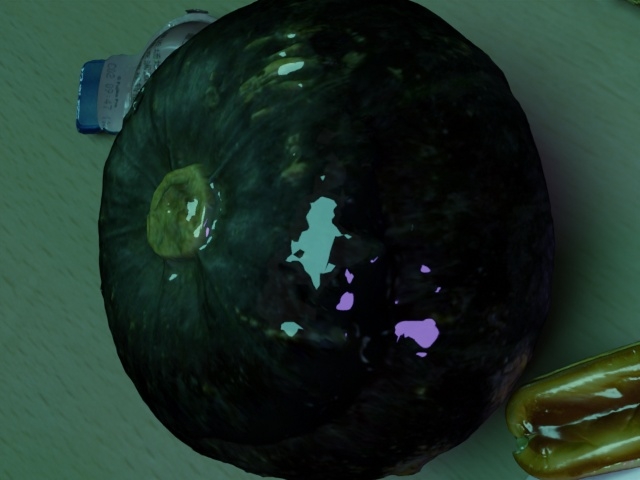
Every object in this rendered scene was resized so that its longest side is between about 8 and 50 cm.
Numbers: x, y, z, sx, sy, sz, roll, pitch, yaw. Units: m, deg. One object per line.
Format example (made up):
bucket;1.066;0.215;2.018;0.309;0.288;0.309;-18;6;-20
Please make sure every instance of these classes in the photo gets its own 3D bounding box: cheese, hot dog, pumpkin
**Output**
cheese;-0.186;-0.174;1.343;0.286;0.074;0.189;0;83;36
hot dog;0.272;0.133;0.942;0.249;0.068;0.100;-21;75;26
pumpkin;0.000;0.000;1.040;0.454;0.344;0.454;-6;82;46

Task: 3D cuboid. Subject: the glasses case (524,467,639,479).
glasses case;0.226;0.258;1.023;0.113;0.075;0.297;44;105;32

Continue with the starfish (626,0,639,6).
starfish;0.321;-0.227;1.008;0.176;0.053;0.208;-1;99;56
